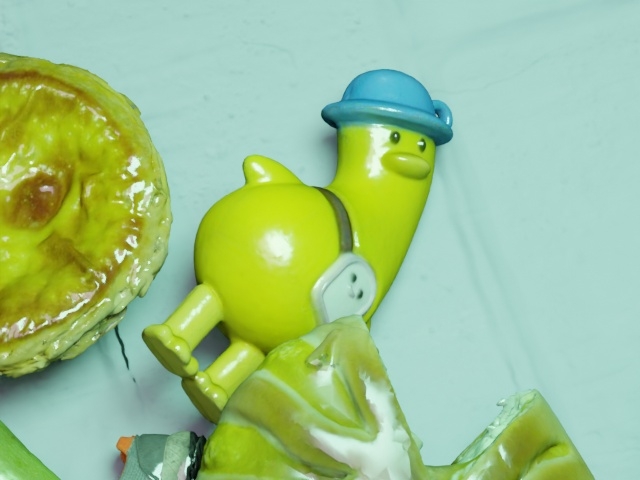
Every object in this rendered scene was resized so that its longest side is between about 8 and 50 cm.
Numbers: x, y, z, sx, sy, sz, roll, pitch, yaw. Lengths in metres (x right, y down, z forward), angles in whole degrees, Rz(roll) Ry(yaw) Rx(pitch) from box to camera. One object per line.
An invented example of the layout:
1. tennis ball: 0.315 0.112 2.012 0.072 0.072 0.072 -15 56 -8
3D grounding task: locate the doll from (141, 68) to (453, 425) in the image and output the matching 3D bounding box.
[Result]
1. doll: 0.000 0.000 1.518 0.363 0.145 0.199 -47 117 -28

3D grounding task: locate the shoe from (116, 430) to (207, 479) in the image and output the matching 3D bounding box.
1. shoe: -0.145 0.239 1.435 0.077 0.074 0.194 9 63 10

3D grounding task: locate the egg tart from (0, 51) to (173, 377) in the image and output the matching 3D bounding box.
1. egg tart: -0.261 -0.017 1.507 0.294 0.116 0.295 1 66 -1

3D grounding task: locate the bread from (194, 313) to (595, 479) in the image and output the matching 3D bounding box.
1. bread: 0.064 0.224 1.374 0.333 0.160 0.333 1 82 -10

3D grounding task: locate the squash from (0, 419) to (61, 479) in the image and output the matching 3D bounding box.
1. squash: -0.334 0.150 1.419 0.370 0.118 0.118 25 68 12
